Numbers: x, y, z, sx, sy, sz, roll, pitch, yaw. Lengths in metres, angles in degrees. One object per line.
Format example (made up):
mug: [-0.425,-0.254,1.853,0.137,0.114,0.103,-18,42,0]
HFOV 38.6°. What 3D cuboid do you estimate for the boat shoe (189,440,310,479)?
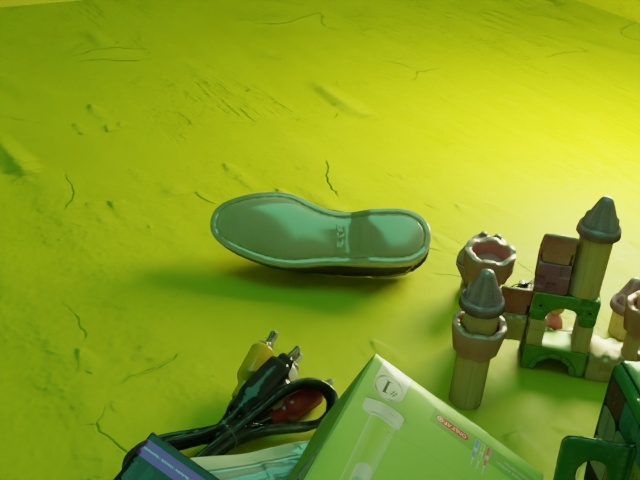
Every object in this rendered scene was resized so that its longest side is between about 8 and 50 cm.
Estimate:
boat shoe: [-0.059,0.263,0.933,0.227,0.079,0.081,-4,50,-17]

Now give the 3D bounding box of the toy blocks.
toy blocks: [0.315,0.046,1.161,0.288,0.260,0.309,9,30,9]

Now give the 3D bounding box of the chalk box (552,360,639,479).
chalk box: [0.381,0.242,0.913,0.288,0.180,0.179,0,30,-5]

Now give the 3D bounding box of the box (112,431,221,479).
box: [-0.162,0.275,0.847,0.116,0.029,0.162,31,60,17]

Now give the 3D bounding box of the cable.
cable: [-0.090,0.216,1.044,0.139,0.072,0.287,36,52,17]

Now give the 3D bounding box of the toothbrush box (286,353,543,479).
toothbrush box: [0.061,0.268,0.809,0.206,0.122,0.283,35,33,2]

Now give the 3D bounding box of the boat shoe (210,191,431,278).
boat shoe: [0.000,0.000,1.363,0.324,0.097,0.117,4,70,5]
